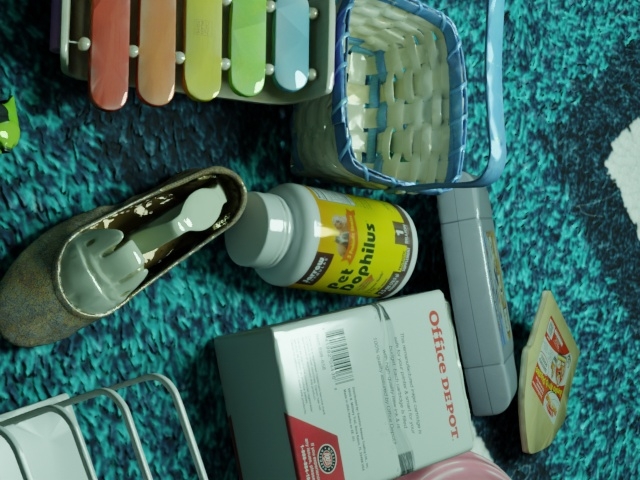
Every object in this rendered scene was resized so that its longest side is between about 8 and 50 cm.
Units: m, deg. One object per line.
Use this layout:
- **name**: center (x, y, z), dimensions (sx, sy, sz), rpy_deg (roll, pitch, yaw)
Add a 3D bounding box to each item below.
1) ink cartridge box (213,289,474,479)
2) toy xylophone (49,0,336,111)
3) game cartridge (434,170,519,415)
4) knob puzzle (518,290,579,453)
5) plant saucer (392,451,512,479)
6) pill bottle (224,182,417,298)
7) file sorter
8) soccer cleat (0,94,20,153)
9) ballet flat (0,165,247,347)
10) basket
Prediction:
- **ink cartridge box**: center (0.032, 0.177, 1.546), dimensions (0.273, 0.114, 0.197), rpy_deg (-10, 89, -41)
- **toy xylophone**: center (-0.141, -0.251, 1.454), dimensions (0.323, 0.081, 0.236), rpy_deg (-4, 83, -24)
- **game cartridge**: center (0.196, 0.062, 1.680), dimensions (0.198, 0.062, 0.297), rpy_deg (-6, 86, -82)
- **knob puzzle**: center (0.289, 0.191, 1.794), dimensions (0.213, 0.030, 0.213), rpy_deg (-16, 108, -59)
- **plant saucer**: center (0.175, 0.420, 1.650), dimensions (0.332, 0.084, 0.332), rpy_deg (7, 79, -40)
- **pill bottle**: center (0.000, 0.000, 1.545), dimensions (0.215, 0.117, 0.117), rpy_deg (9, 77, -39)
- **file sorter**: center (-0.253, 0.245, 1.205), dimensions (0.278, 0.173, 0.193), rpy_deg (-15, 85, -54)
- **soccer cleat**: center (-0.369, -0.127, 1.296), dimensions (0.179, 0.060, 0.072), rpy_deg (13, 65, -45)
- **ballet flat**: center (-0.195, 0.003, 1.386), dimensions (0.316, 0.106, 0.107), rpy_deg (-39, 108, -37)
- **basket**: center (0.099, -0.176, 1.543), dimensions (0.201, 0.289, 0.254), rpy_deg (8, 81, -35)
